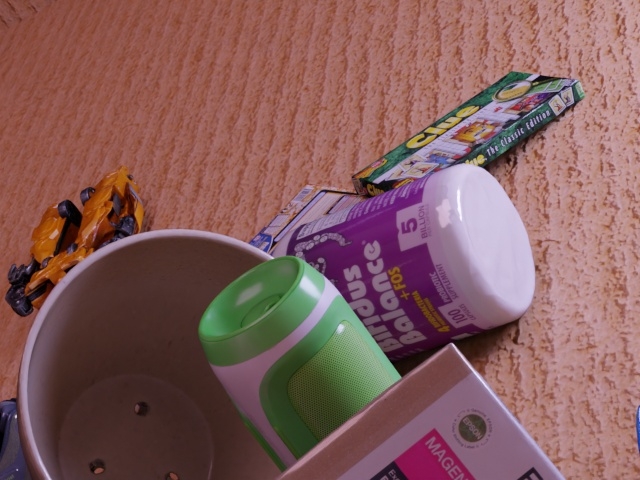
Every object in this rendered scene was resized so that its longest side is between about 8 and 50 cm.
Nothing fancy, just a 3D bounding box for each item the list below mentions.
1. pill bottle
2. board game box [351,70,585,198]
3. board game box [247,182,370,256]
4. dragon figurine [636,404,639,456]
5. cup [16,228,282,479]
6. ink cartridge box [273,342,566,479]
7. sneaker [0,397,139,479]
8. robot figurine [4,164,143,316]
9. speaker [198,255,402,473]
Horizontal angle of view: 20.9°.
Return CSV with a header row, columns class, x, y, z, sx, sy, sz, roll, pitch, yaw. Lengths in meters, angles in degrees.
class,x,y,z,sx,sy,sz,roll,pitch,yaw
pill bottle,0.054,0.045,1.791,0.301,0.169,0.169,-22,29,28
board game box,0.172,-0.121,2.033,0.259,0.030,0.136,-34,22,-21
board game box,0.000,0.000,2.073,0.147,0.045,0.193,-46,28,-21
dragon figurine,0.302,0.169,1.378,0.144,0.085,0.289,-28,28,16
cup,-0.156,0.183,1.709,0.331,0.331,0.237,-52,4,-29
ink cartridge box,0.102,0.229,1.358,0.193,0.235,0.088,-39,-13,-2
sneaker,-0.316,0.215,2.014,0.111,0.121,0.300,-1,42,49
robot figurine,-0.330,0.011,2.414,0.211,0.085,0.291,-28,26,17
speaker,0.021,0.158,1.488,0.131,0.296,0.131,-30,22,14
